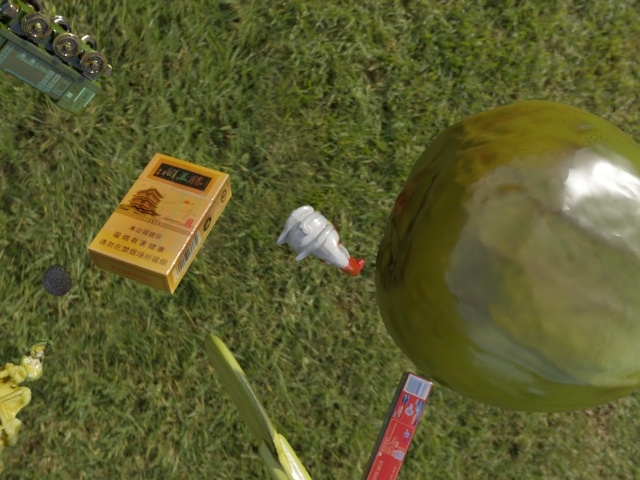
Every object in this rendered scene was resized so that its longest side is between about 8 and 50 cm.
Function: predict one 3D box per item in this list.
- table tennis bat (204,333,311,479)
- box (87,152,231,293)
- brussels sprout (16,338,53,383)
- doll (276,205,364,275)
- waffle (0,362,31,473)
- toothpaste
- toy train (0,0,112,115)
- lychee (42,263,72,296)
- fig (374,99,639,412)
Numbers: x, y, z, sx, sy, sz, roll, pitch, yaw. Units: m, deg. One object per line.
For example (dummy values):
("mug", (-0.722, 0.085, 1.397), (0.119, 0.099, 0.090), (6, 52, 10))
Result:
("table tennis bat", (-0.095, 0.315, 1.099), (0.054, 0.224, 0.369), (-29, 84, -19))
("box", (-0.317, -0.042, 1.333), (0.174, 0.076, 0.274), (18, 55, 10))
("brussels sprout", (-0.516, 0.215, 1.192), (0.083, 0.050, 0.046), (-63, 149, -15))
("doll", (0.000, 0.000, 1.388), (0.188, 0.384, 0.099), (41, 94, 12))
("waffle", (-0.556, 0.255, 0.917), (0.261, 0.056, 0.250), (19, 53, -8))
("toothpaste", (0.161, 0.455, 1.478), (0.066, 0.076, 0.321), (24, 80, 2))
("toy train", (-0.483, -0.327, 1.165), (0.137, 0.090, 0.225), (-45, 143, 11))
("lychee", (-0.611, 0.093, 1.529), (0.067, 0.068, 0.083), (13, 137, 2))
("fig", (0.231, 0.032, 0.697), (0.343, 0.343, 0.344), (-4, 100, -21))
